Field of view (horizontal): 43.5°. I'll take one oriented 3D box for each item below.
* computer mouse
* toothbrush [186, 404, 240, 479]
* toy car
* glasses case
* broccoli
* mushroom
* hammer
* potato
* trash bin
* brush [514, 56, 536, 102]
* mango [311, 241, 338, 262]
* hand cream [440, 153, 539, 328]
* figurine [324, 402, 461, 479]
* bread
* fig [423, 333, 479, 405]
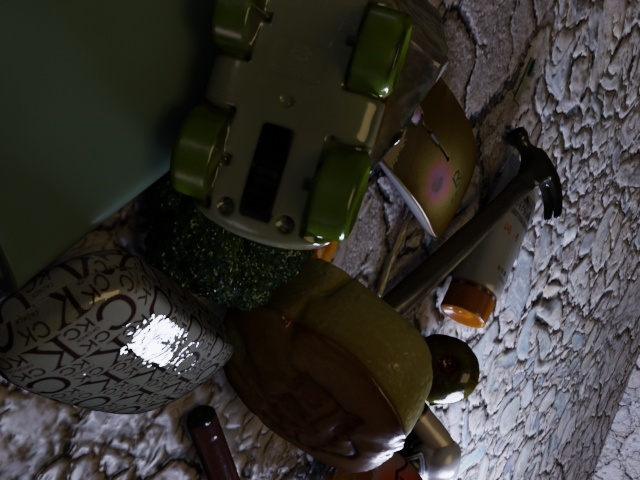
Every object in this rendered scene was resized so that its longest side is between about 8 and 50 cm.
[{"bbox_3d":[0.152,-0.125,1.154,0.158,0.071,0.310,-60,140,-17],"label":"computer mouse"},{"bbox_3d":[-0.118,0.351,1.079,0.041,0.041,0.364,-41,136,-34],"label":"toothbrush"},{"bbox_3d":[-0.012,-0.110,0.686,0.235,0.145,0.235,18,90,-84],"label":"toy car"},{"bbox_3d":[-0.176,0.096,0.741,0.137,0.085,0.355,-34,161,-2],"label":"glasses case"},{"bbox_3d":[-0.091,-0.022,0.832,0.156,0.195,0.195,-80,167,-56],"label":"broccoli"},{"bbox_3d":[0.086,0.086,1.234,0.026,0.028,0.286,25,84,-13],"label":"mushroom"},{"bbox_3d":[0.252,-0.015,1.345,0.440,0.044,0.168,-39,97,-26],"label":"hammer"},{"bbox_3d":[-0.002,-0.226,0.898,0.264,0.211,0.189,35,120,-22],"label":"potato"},{"bbox_3d":[-0.179,-0.152,0.636,0.343,0.158,0.223,-40,136,-36],"label":"trash bin"},{"bbox_3d":[0.363,-0.282,1.418,0.016,0.013,0.084,28,86,-57],"label":"brush"},{"bbox_3d":[0.000,0.000,1.054,0.089,0.046,0.060,-55,147,-40],"label":"mango"},{"bbox_3d":[0.316,0.007,1.448,0.139,0.089,0.314,43,64,-42],"label":"hand cream"},{"bbox_3d":[0.095,0.411,1.257,0.323,0.196,0.320,-46,146,-44],"label":"figurine"},{"bbox_3d":[0.003,0.153,0.944,0.148,0.269,0.270,-47,140,-34],"label":"bread"},{"bbox_3d":[0.214,0.244,1.424,0.124,0.124,0.236,-56,163,-18],"label":"fig"}]
